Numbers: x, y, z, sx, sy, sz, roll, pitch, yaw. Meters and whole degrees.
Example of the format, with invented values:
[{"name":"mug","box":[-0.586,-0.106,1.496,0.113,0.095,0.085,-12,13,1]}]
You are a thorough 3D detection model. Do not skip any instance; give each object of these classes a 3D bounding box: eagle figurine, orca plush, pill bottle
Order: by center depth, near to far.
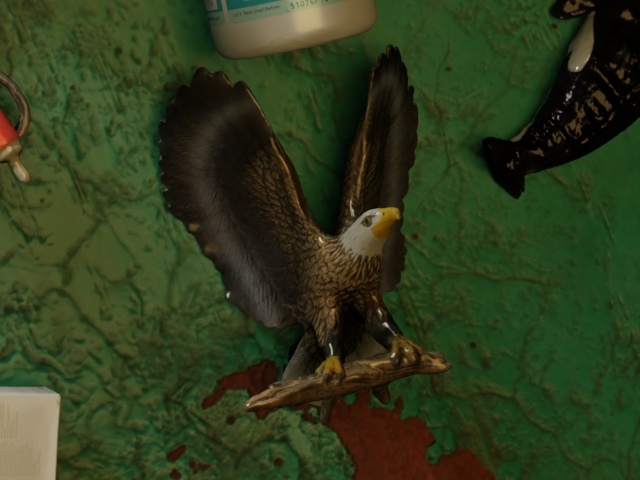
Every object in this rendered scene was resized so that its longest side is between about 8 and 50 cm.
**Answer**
[{"name":"pill bottle","box":[-0.045,-0.295,1.699,0.146,0.146,0.264,-15,100,-19]},{"name":"eagle figurine","box":[0.008,-0.005,1.747,0.226,0.225,0.298,17,50,-59]},{"name":"orca plush","box":[0.271,-0.162,1.852,0.287,0.102,0.151,-34,105,-15]}]

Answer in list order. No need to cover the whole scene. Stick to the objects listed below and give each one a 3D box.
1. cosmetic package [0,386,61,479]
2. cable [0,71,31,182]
[{"name":"cosmetic package","box":[-0.281,0.245,1.699,0.099,0.060,0.239,2,93,-23]},{"name":"cable","box":[-0.326,-0.157,1.615,0.139,0.072,0.287,-29,104,-22]}]
